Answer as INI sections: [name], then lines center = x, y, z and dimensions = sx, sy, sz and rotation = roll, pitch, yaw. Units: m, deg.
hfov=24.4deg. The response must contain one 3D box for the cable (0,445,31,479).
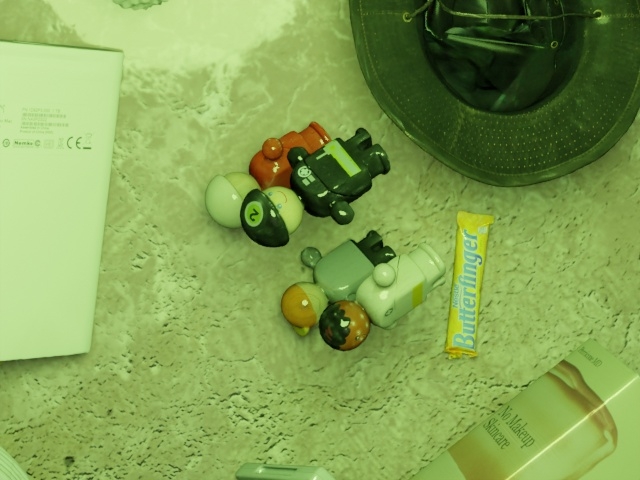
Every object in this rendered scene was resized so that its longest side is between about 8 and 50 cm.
[cable]
center = -0.407, 0.301, 1.488
dimensions = 0.257, 0.089, 0.257
rotation = -32, 114, 3

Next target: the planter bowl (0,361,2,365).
[planter bowl]
center = -0.420, 0.094, 1.464
dimensions = 0.217, 0.090, 0.217
rotation = -2, 100, -9

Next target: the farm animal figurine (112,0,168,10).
[farm animal figurine]
center = -0.155, -0.418, 1.341
dimensions = 0.327, 0.172, 0.330
rotation = -42, 113, 2

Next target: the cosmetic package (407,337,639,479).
[cosmetic package]
center = 0.228, 0.255, 1.565
dimensions = 0.296, 0.153, 0.129
rotation = -38, 105, -2

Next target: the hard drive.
[hard drive]
center = -0.294, -0.037, 1.430
dimensions = 0.203, 0.040, 0.307
rotation = -2, 104, -46

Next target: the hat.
[hat]
center = 0.162, -0.209, 1.476
dimensions = 0.331, 0.134, 0.331
rotation = 2, 82, -14

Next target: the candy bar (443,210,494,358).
[candy bar]
center = 0.157, 0.049, 1.582
dimensions = 0.040, 0.018, 0.161
rotation = 4, 99, -9

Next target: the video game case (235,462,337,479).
[video game case]
center = 0.025, 0.307, 1.526
dimensions = 0.212, 0.193, 0.023
rotation = 47, 67, -14

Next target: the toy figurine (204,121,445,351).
[toy figurine]
center = 0.000, 0.000, 1.450
dimensions = 0.148, 0.213, 0.209
rotation = -34, 109, -14
